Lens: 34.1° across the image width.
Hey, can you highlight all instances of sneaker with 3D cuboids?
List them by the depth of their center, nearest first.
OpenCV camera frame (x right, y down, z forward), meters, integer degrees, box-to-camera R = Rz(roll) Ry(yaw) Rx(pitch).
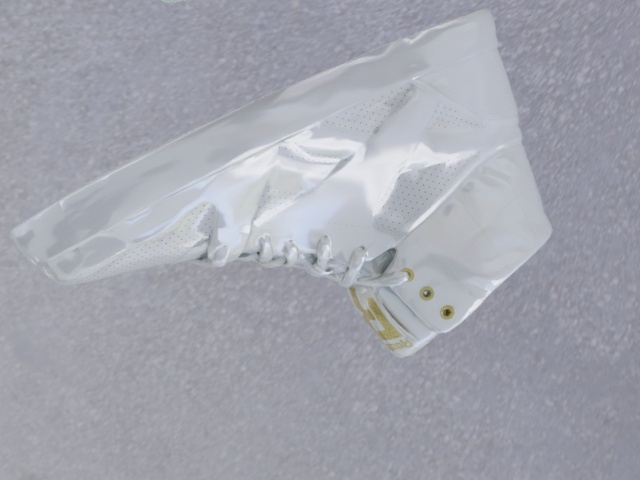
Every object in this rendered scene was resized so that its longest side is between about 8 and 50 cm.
[{"bbox_3d":[0.000,0.000,0.563,0.169,0.292,0.108,68,161,-9],"label":"sneaker"}]

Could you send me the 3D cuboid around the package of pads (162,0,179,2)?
[{"bbox_3d":[0.017,-0.270,0.454,0.296,0.229,0.101,-24,140,28],"label":"package of pads"}]
